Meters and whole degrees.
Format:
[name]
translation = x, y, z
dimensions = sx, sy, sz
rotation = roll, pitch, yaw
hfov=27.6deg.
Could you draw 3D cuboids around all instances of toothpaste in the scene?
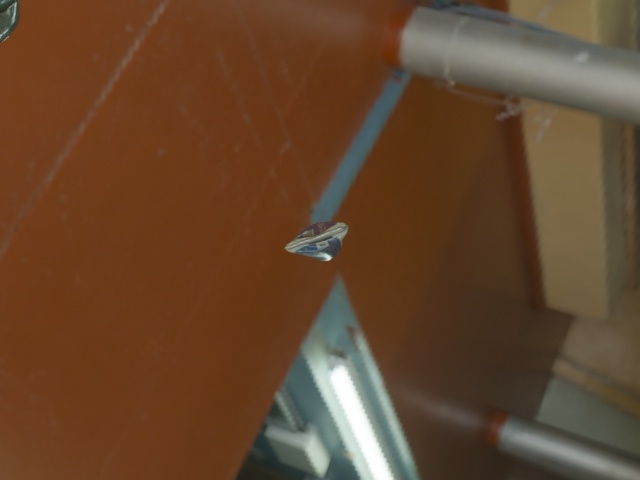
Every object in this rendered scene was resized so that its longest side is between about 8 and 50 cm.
[toothpaste]
translation = 0.000, 0.000, 1.171
dimensions = 0.197, 0.057, 0.035
rotation = 41, 30, -87

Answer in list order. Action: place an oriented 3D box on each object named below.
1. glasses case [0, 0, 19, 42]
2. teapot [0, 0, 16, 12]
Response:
[glasses case]
translation = -0.235, -0.240, 0.708
dimensions = 0.074, 0.131, 0.323
rotation = -32, 156, -22
[teapot]
translation = -0.234, -0.092, 0.441
dimensions = 0.269, 0.173, 0.183
rotation = -17, 104, -28
